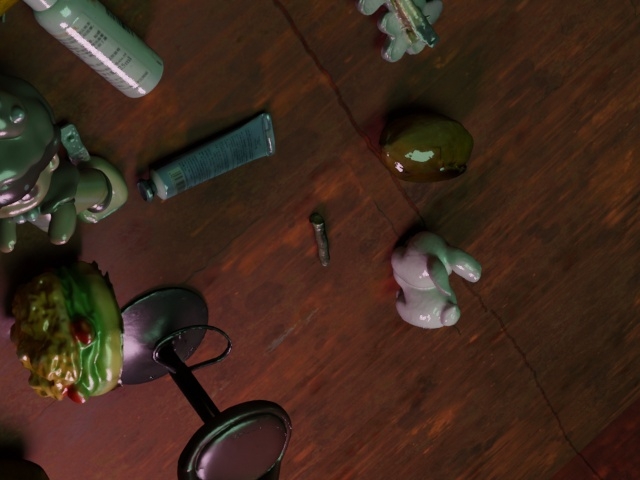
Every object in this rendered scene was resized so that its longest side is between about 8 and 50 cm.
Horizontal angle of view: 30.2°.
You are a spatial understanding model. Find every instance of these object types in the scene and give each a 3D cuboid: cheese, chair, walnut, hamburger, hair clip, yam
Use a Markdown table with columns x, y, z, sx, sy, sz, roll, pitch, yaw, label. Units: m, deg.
| x | y | z | sx | sy | sz | roll | pitch | yaw | label |
| --- | --- | --- | --- | --- | --- | --- | --- | --- | --- |
| -0.364 | -0.109 | 1.847 | 0.097 | 0.037 | 0.192 | -33 | 141 | -14 | cheese |
| -0.203 | 0.290 | 2.061 | 0.226 | 0.401 | 0.227 | -23 | 138 | -22 | chair |
| 0.200 | -0.172 | 2.204 | 0.245 | 0.137 | 0.137 | -3 | 126 | -40 | walnut |
| -0.414 | 0.150 | 1.900 | 0.148 | 0.237 | 0.237 | -8 | 130 | -31 | hamburger |
| 0.134 | -0.398 | 1.992 | 0.146 | 0.075 | 0.257 | -43 | 135 | -4 | hair clip |
| 0.000 | 0.000 | 2.272 | 0.027 | 0.033 | 0.129 | -52 | 153 | -30 | yam |

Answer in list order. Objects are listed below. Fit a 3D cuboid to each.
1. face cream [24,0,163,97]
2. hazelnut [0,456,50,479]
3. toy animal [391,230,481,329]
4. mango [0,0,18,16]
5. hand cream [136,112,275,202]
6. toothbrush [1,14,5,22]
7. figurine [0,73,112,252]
| x | y | z | sx | sy | sz | roll | pitch | yaw | label |
| --- | --- | --- | --- | --- | --- | --- | --- | --- | --- |
| -0.328 | -0.299 | 1.671 | 0.082 | 0.082 | 0.269 | -45 | 142 | 3 | face cream |
| -0.585 | 0.488 | 2.084 | 0.251 | 0.217 | 0.217 | -33 | 147 | -51 | hazelnut |
| 0.228 | 0.086 | 2.422 | 0.127 | 0.178 | 0.193 | -19 | 137 | -31 | toy animal |
| -0.445 | -0.349 | 1.478 | 0.359 | 0.144 | 0.187 | -49 | 138 | 12 | mango |
| -0.184 | -0.129 | 1.973 | 0.256 | 0.055 | 0.088 | -26 | 131 | -23 | hand cream |
| -0.432 | -0.338 | 1.605 | 0.008 | 0.006 | 0.097 | -8 | 131 | -20 | toothbrush |
| -0.434 | -0.106 | 1.660 | 0.248 | 0.203 | 0.380 | -11 | 158 | 20 | figurine |
